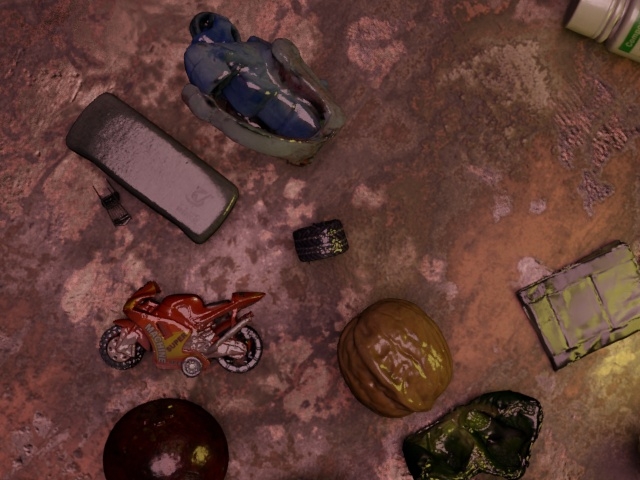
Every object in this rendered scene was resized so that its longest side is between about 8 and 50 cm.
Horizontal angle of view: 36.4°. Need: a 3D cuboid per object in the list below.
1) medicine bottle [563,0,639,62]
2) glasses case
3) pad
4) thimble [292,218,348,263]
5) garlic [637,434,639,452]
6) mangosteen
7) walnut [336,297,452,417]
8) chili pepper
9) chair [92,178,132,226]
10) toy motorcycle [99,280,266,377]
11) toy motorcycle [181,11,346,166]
[{"bbox_3d":[0.581,-0.407,1.799,0.237,0.139,0.139,23,86,0],"label":"medicine bottle"},{"bbox_3d":[-0.304,-0.133,1.777,0.323,0.074,0.131,37,84,0],"label":"glasses case"},{"bbox_3d":[0.505,0.122,1.824,0.233,0.022,0.174,-27,89,-2],"label":"pad"},{"bbox_3d":[-0.001,0.000,1.768,0.095,0.104,0.066,-16,95,1],"label":"thimble"},{"bbox_3d":[0.759,0.353,1.765,0.246,0.231,0.340,21,64,42],"label":"garlic"},{"bbox_3d":[-0.263,0.402,1.700,0.215,0.215,0.257,-8,118,-3],"label":"mangosteen"},{"bbox_3d":[0.134,0.212,1.723,0.213,0.213,0.213,0,87,-2],"label":"walnut"},{"bbox_3d":[0.280,0.368,1.753,0.265,0.148,0.116,-28,115,-5],"label":"chili pepper"},{"bbox_3d":[-0.385,-0.070,1.795,0.037,0.042,0.086,-28,124,-2],"label":"chair"},{"bbox_3d":[-0.249,0.159,1.757,0.298,0.089,0.171,2,86,-3],"label":"toy motorcycle"},{"bbox_3d":[-0.106,-0.273,1.708,0.319,0.241,0.182,32,106,-12],"label":"toy motorcycle"}]
